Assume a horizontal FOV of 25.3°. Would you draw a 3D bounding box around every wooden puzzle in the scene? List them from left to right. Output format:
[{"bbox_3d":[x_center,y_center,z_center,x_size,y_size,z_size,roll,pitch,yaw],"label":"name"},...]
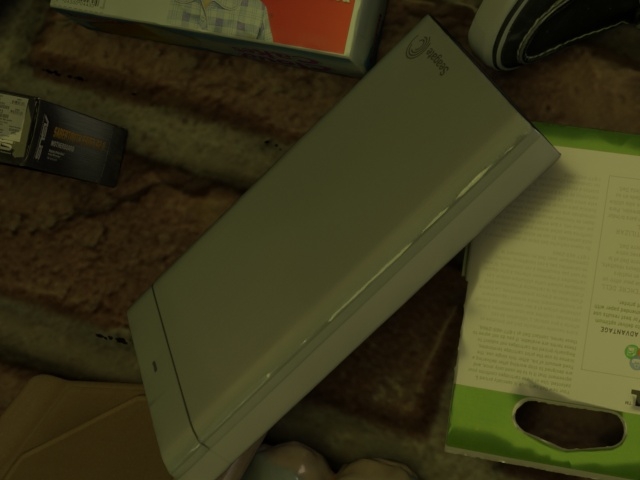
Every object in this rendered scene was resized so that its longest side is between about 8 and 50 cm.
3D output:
[{"bbox_3d":[-0.179,0.198,1.112,0.239,0.221,0.044,3,132,30],"label":"wooden puzzle"}]

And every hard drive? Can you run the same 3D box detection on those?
[{"bbox_3d":[0.000,0.000,1.079,0.353,0.233,0.047,-43,120,10],"label":"hard drive"}]

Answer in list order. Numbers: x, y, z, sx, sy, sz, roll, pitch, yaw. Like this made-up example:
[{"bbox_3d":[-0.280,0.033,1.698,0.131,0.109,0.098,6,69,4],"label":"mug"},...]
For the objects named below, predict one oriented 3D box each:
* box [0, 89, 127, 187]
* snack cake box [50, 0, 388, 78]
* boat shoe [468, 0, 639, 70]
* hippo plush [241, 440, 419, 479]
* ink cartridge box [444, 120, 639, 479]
[{"bbox_3d":[-0.300,-0.098,1.173,0.231,0.183,0.056,12,91,15],"label":"box"},{"bbox_3d":[-0.074,-0.235,1.174,0.264,0.089,0.152,12,88,14],"label":"snack cake box"},{"bbox_3d":[0.257,-0.215,1.079,0.306,0.113,0.105,-35,65,0],"label":"boat shoe"},{"bbox_3d":[-0.045,0.284,1.057,0.234,0.236,0.294,45,97,12],"label":"hippo plush"},{"bbox_3d":[0.204,0.046,1.084,0.189,0.097,0.255,8,90,14],"label":"ink cartridge box"}]
